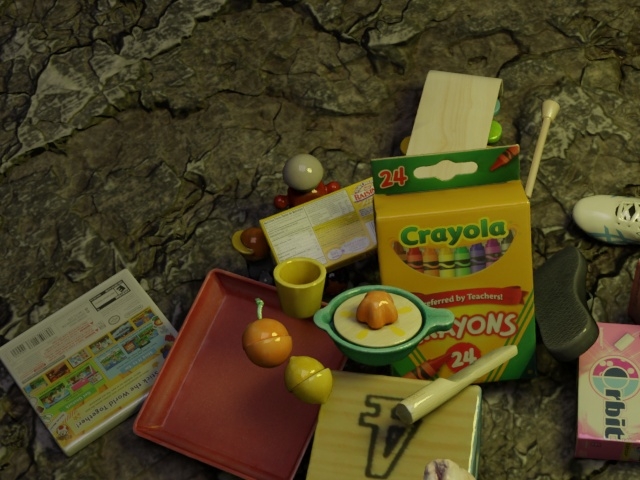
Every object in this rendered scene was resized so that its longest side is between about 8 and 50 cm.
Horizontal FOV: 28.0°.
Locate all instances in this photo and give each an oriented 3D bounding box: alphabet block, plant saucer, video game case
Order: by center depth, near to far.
[{"bbox_3d":[0.095,0.294,1.614,0.197,0.192,0.193,5,55,10],"label":"alphabet block"},{"bbox_3d":[-0.092,0.189,1.744,0.258,0.048,0.259,16,72,29],"label":"plant saucer"},{"bbox_3d":[-0.318,0.170,1.841,0.227,0.026,0.206,-33,59,-16],"label":"video game case"}]

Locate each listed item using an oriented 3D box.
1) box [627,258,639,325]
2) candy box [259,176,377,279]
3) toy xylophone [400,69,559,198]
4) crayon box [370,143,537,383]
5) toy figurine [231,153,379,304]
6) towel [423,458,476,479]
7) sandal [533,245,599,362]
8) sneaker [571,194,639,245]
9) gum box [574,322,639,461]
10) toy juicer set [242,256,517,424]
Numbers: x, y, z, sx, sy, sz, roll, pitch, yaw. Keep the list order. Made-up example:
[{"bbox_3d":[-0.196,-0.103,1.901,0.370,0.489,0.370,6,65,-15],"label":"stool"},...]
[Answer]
[{"bbox_3d":[0.539,0.106,1.714,0.127,0.148,0.232,-33,58,-15],"label":"box"},{"bbox_3d":[0.030,-0.017,1.754,0.206,0.027,0.105,-21,62,-4],"label":"candy box"},{"bbox_3d":[0.225,-0.133,1.949,0.236,0.081,0.322,16,60,16],"label":"toy xylophone"},{"bbox_3d":[0.176,0.041,1.699,0.202,0.318,0.081,-7,25,2],"label":"crayon box"},{"bbox_3d":[0.000,0.000,1.845,0.213,0.148,0.209,27,63,22],"label":"toy figurine"},{"bbox_3d":[0.201,0.443,1.425,0.053,0.332,0.317,-14,54,26],"label":"towel"},{"bbox_3d":[0.334,0.094,1.759,0.097,0.054,0.254,-34,21,23],"label":"sandal"},{"bbox_3d":[0.481,-0.031,1.851,0.237,0.086,0.085,11,60,15],"label":"sneaker"},{"bbox_3d":[0.397,0.197,1.720,0.107,0.062,0.188,3,56,8],"label":"gum box"},{"bbox_3d":[0.054,0.123,1.578,0.329,0.089,0.209,17,38,23],"label":"toy juicer set"}]
